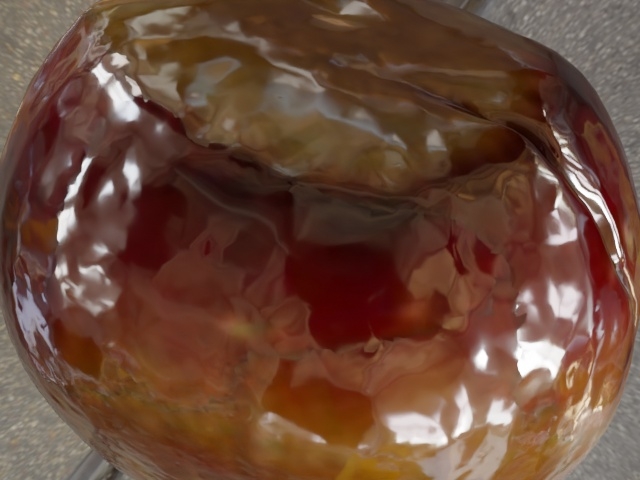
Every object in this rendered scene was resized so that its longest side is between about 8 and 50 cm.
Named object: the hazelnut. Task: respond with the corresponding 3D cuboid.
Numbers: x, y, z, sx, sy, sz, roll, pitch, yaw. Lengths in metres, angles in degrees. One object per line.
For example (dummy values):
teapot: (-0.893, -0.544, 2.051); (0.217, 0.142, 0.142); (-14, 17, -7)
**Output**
hazelnut: (0.000, 0.000, 0.766); (0.429, 0.402, 0.402); (5, 90, 5)
